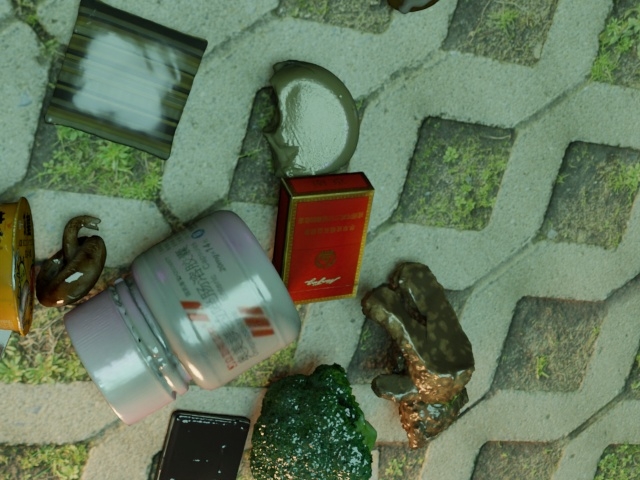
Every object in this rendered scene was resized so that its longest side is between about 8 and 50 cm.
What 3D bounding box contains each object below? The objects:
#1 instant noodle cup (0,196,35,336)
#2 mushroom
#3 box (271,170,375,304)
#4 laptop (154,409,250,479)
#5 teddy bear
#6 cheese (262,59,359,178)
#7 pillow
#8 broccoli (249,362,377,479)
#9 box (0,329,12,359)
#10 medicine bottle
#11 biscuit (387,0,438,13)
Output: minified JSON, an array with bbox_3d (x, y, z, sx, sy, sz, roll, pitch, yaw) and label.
[{"bbox_3d":[-0.529,0.040,1.318,0.172,0.216,0.216,-1,104,-11],"label":"instant noodle cup"},{"bbox_3d":[-0.393,0.035,1.403,0.080,0.135,0.170,39,58,-38],"label":"mushroom"},{"bbox_3d":[0.000,-0.001,1.527,0.153,0.074,0.240,-9,128,-22],"label":"box"},{"bbox_3d":[-0.224,0.419,1.614,0.154,0.026,0.207,12,99,-23],"label":"laptop"},{"bbox_3d":[0.181,0.218,1.662,0.296,0.222,0.246,50,48,7],"label":"teddy bear"},{"bbox_3d":[-0.023,-0.213,1.498,0.175,0.091,0.202,-21,108,-14],"label":"cheese"},{"bbox_3d":[-0.311,-0.257,1.399,0.208,0.052,0.212,17,94,-21],"label":"pillow"},{"bbox_3d":[-0.002,0.369,1.603,0.269,0.269,0.254,-2,68,-20],"label":"broccoli"},{"bbox_3d":[-0.557,0.158,1.422,0.091,0.031,0.126,21,96,-24],"label":"box"},{"bbox_3d":[-0.222,0.126,1.417,0.325,0.256,0.256,-29,111,-10],"label":"medicine bottle"},{"bbox_3d":[0.083,-0.528,1.374,0.432,0.283,0.064,36,49,-32],"label":"biscuit"}]
